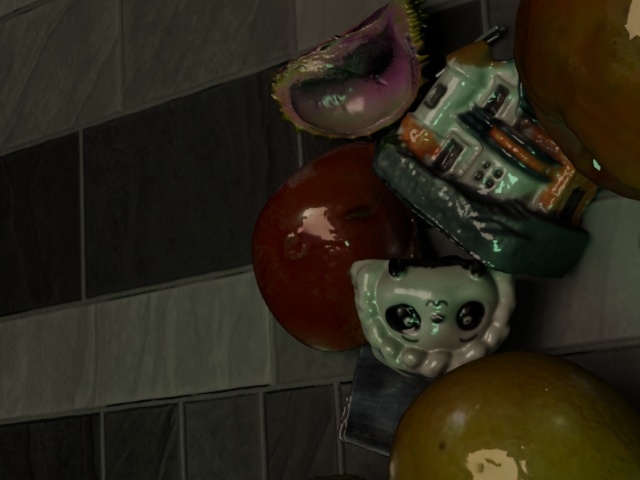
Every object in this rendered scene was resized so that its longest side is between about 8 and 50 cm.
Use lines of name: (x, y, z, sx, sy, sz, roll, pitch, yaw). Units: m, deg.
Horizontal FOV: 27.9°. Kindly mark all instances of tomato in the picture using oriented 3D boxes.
tomato: (0.000, -0.002, 1.802, 0.309, 0.170, 0.309, -13, 68, 34)

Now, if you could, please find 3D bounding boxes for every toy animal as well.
toy animal: (0.141, 0.100, 1.625, 0.208, 0.204, 0.156, 1, 85, 1)

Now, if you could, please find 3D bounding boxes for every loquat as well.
loquat: (0.226, 0.295, 1.452, 0.328, 0.359, 0.328, 12, 126, 17)

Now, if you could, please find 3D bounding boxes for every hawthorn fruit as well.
hawthorn fruit: (0.414, -0.242, 1.324, 0.472, 0.472, 0.471, -7, 79, 39)

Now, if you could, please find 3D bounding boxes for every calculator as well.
calculator: (0.141, 0.229, 1.749, 0.262, 0.021, 0.161, 14, 91, 39)

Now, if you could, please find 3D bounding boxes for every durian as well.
durian: (0.061, -0.236, 1.824, 0.261, 0.154, 0.186, -11, 98, 32)

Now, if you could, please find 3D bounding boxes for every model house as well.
model house: (0.250, -0.142, 1.609, 0.271, 0.190, 0.300, 45, 110, 37)

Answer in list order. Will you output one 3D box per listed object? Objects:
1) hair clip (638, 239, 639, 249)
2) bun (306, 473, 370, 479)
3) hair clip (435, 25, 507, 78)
hair clip: (0.469, 0.059, 1.446, 0.282, 0.113, 0.172, -8, 78, 39)
bun: (0.064, 0.431, 1.659, 0.282, 0.205, 0.281, -3, 86, 48)
hair clip: (0.211, -0.249, 1.763, 0.115, 0.030, 0.039, -43, 78, 29)
